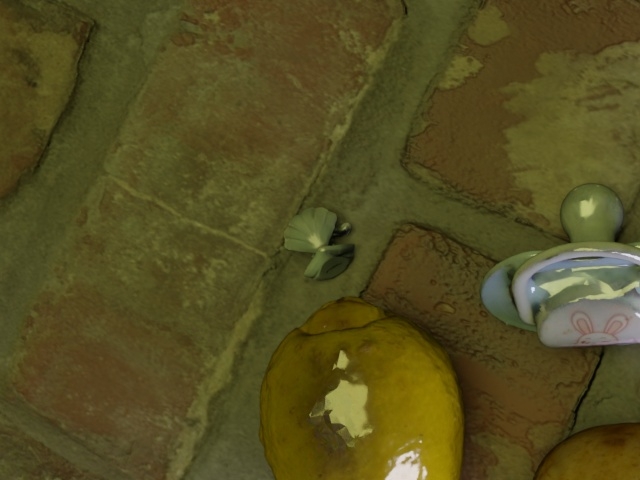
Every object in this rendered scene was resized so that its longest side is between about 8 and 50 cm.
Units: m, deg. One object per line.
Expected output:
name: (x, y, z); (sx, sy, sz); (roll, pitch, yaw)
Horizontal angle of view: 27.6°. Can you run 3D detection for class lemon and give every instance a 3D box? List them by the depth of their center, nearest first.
lemon: (0.057, 0.241, 1.669); (0.285, 0.285, 0.316); (-14, 123, 14)

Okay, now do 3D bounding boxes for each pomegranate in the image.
pomegranate: (0.372, 0.344, 1.578); (0.260, 0.260, 0.260); (-2, 84, 16)

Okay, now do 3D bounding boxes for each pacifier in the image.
pacifier: (0.342, 0.020, 1.657); (0.287, 0.238, 0.226); (-9, 53, 17)

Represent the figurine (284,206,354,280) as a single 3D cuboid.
figurine: (0.000, 0.000, 1.816); (0.094, 0.082, 0.086); (-32, 59, 0)
